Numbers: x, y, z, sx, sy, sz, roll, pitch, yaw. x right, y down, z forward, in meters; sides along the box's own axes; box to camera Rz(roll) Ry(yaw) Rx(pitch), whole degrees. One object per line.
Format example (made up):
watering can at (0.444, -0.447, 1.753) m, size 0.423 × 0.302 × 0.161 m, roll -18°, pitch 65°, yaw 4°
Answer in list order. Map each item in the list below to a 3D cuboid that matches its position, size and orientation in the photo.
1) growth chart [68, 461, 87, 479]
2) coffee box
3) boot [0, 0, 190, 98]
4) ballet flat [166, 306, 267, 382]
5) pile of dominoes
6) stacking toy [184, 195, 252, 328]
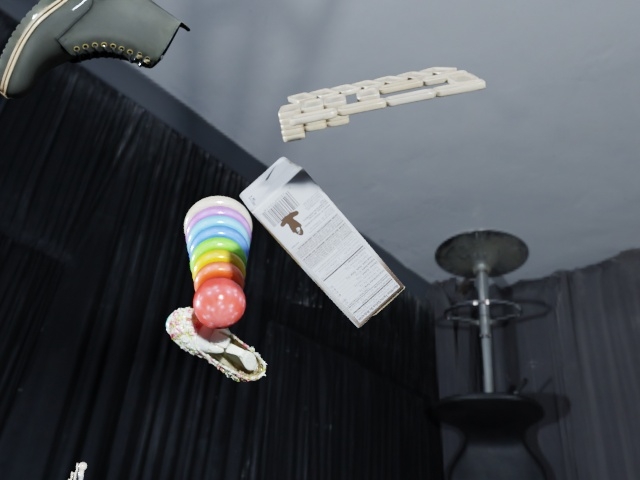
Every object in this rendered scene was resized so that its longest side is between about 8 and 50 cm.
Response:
growth chart at (-0.465, 0.510, 1.125) m, size 0.021 × 0.172 × 0.237 m, roll 12°, pitch 180°, yaw -10°
coffee box at (0.000, 0.000, 0.960) m, size 0.098 × 0.141 × 0.246 m, roll -42°, pitch 111°, yaw -1°
boot at (-0.253, -0.213, 0.704) m, size 0.137 × 0.198 × 0.077 m, roll 35°, pitch 174°, yaw -16°
ballet flat at (-0.182, 0.196, 1.173) m, size 0.077 × 0.091 × 0.241 m, roll 4°, pitch 152°, yaw 40°
pile of dominoes at (0.072, -0.179, 0.824) m, size 0.251 × 0.196 × 0.040 m, roll -10°, pitch 112°, yaw 5°
stacking toy at (-0.186, 0.047, 1.175) m, size 0.141 × 0.330 × 0.141 m, roll -5°, pitch 121°, yaw -9°
